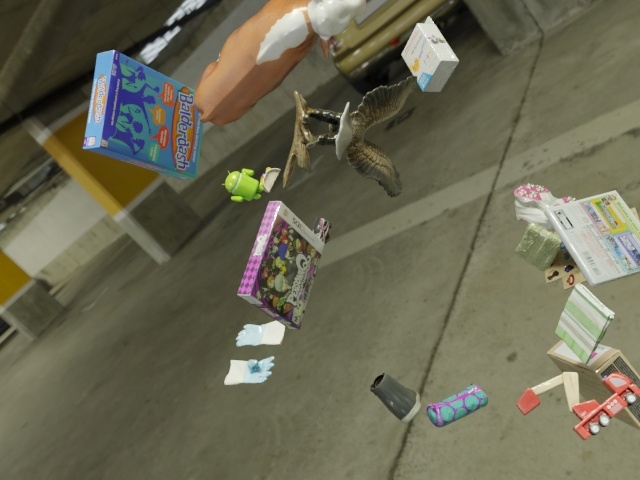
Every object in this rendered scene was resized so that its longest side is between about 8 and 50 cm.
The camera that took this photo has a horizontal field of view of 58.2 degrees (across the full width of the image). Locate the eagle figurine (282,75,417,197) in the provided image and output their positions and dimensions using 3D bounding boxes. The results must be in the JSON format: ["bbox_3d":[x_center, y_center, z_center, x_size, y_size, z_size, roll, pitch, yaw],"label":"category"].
[{"bbox_3d":[0.082,-0.220,1.169,0.226,0.298,0.225,126,138,-52],"label":"eagle figurine"}]

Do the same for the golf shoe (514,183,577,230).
[{"bbox_3d":[0.787,-0.082,1.930,0.115,0.140,0.306,-24,39,-28],"label":"golf shoe"}]

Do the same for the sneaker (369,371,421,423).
[{"bbox_3d":[0.182,0.377,1.437,0.083,0.118,0.222,-45,-7,-6],"label":"sneaker"}]

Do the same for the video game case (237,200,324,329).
[{"bbox_3d":[-0.082,0.061,1.319,0.042,0.210,0.232,1,62,33],"label":"video game case"}]

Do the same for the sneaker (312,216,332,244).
[{"bbox_3d":[0.000,0.000,2.295,0.072,0.077,0.178,33,105,58],"label":"sneaker"}]

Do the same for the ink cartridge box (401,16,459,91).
[{"bbox_3d":[0.275,-0.487,1.496,0.062,0.181,0.104,-7,-32,-26],"label":"ink cartridge box"}]

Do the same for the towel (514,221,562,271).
[{"bbox_3d":[0.624,0.020,1.648,0.027,0.110,0.148,-43,-25,-32],"label":"towel"}]

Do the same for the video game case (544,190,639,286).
[{"bbox_3d":[0.652,-0.008,1.323,0.193,0.212,0.023,-14,-31,-11],"label":"video game case"}]

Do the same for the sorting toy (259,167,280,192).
[{"bbox_3d":[-0.174,-0.196,1.848,0.083,0.045,0.075,-65,19,-12],"label":"sorting toy"}]

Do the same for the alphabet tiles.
[{"bbox_3d":[0.923,0.021,1.969,0.343,0.011,0.285,-31,31,35],"label":"alphabet tiles"}]

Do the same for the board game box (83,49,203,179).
[{"bbox_3d":[-0.291,-0.205,0.985,0.047,0.210,0.160,2,83,33],"label":"board game box"}]

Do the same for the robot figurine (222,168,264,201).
[{"bbox_3d":[-0.226,-0.159,1.680,0.101,0.115,0.067,-69,18,-9],"label":"robot figurine"}]

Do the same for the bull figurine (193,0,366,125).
[{"bbox_3d":[-0.069,-0.288,0.846,0.310,0.101,0.188,-29,28,29],"label":"bull figurine"}]

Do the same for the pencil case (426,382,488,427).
[{"bbox_3d":[0.347,0.419,1.462,0.152,0.070,0.064,-19,30,-20],"label":"pencil case"}]

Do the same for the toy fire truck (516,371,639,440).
[{"bbox_3d":[0.487,0.300,1.093,0.192,0.135,0.047,-40,-28,1],"label":"toy fire truck"}]

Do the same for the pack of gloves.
[{"bbox_3d":[-0.213,0.336,1.752,0.232,0.046,0.195,-17,53,43],"label":"pack of gloves"}]

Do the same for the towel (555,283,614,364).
[{"bbox_3d":[0.586,0.186,1.282,0.023,0.152,0.113,-8,39,-18],"label":"towel"}]

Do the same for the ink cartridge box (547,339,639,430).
[{"bbox_3d":[0.713,0.351,1.451,0.088,0.193,0.235,-39,4,-4],"label":"ink cartridge box"}]
